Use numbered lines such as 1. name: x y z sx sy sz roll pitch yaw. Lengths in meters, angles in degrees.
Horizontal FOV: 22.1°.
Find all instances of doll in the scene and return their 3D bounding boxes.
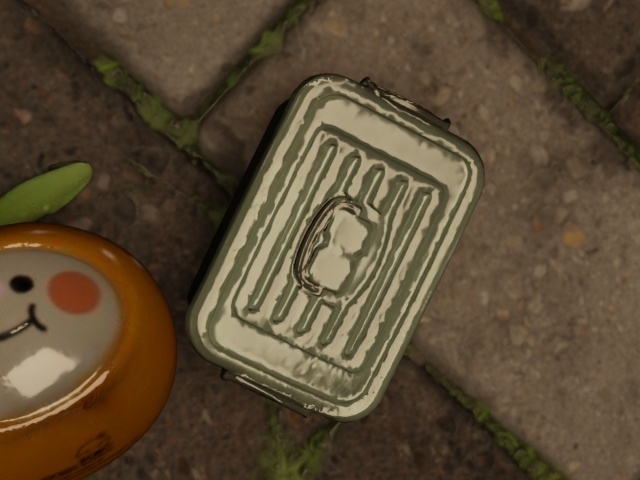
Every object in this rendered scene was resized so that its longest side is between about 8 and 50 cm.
1. doll: -0.219 0.063 1.176 0.213 0.213 0.236 -24 64 -11

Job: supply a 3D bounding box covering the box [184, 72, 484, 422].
1. box: 0.000 0.000 1.240 0.163 0.135 0.243 25 90 -15
